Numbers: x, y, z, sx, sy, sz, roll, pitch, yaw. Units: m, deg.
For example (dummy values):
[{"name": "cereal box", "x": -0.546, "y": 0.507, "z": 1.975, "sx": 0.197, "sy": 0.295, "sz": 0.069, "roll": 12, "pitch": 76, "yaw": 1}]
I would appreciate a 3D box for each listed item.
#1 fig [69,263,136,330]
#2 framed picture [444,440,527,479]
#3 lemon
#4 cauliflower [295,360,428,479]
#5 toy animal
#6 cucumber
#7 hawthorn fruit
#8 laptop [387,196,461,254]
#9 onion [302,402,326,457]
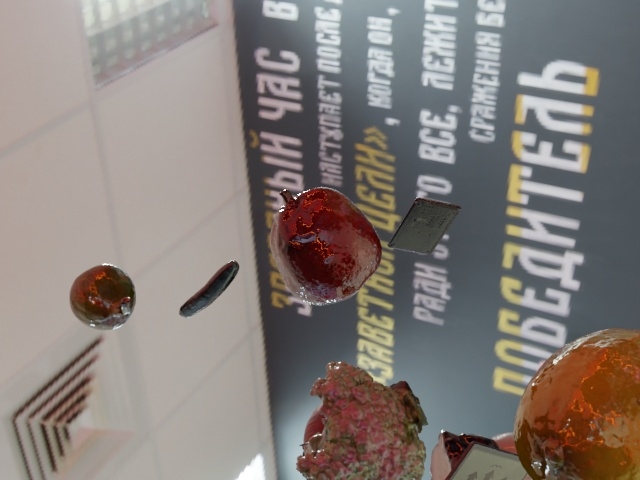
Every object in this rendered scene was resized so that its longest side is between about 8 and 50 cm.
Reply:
[{"name": "fig", "x": -0.375, "y": 0.109, "z": 1.631, "sx": 0.124, "sy": 0.236, "sz": 0.124, "roll": -3, "pitch": -85, "yaw": -32}, {"name": "framed picture", "x": 0.283, "y": 0.555, "z": 1.813, "sx": 0.244, "sy": 0.013, "sz": 0.324, "roll": 25, "pitch": -79, "yaw": -43}, {"name": "lemon", "x": 0.506, "y": 0.344, "z": 1.607, "sx": 0.364, "sy": 0.364, "sz": 0.364, "roll": -41, "pitch": -42, "yaw": -51}, {"name": "cauliflower", "x": 0.053, "y": 0.356, "z": 1.581, "sx": 0.256, "sy": 0.315, "sz": 0.239, "roll": 28, "pitch": -132, "yaw": -25}, {"name": "toy animal", "x": 0.403, "y": 0.566, "z": 2.152, "sx": 0.212, "sy": 0.267, "sz": 0.212, "roll": -175, "pitch": 90, "yaw": -77}, {"name": "cucumber", "x": -0.193, "y": 0.089, "z": 1.569, "sx": 0.184, "sy": 0.036, "sz": 0.033, "roll": -41, "pitch": 1, "yaw": 33}, {"name": "hawthorn fruit", "x": 0.000, "y": 0.000, "z": 2.188, "sx": 0.265, "sy": 0.265, "sz": 0.307, "roll": -46, "pitch": -68, "yaw": -46}, {"name": "laptop", "x": 0.259, "y": -0.032, "z": 2.253, "sx": 0.016, "sy": 0.129, "sz": 0.180, "roll": -98, "pitch": 26, "yaw": -43}, {"name": "onion", "x": 0.074, "y": 0.429, "z": 1.877, "sx": 0.248, "sy": 0.248, "sz": 0.161, "roll": -42, "pitch": -27, "yaw": -49}]
